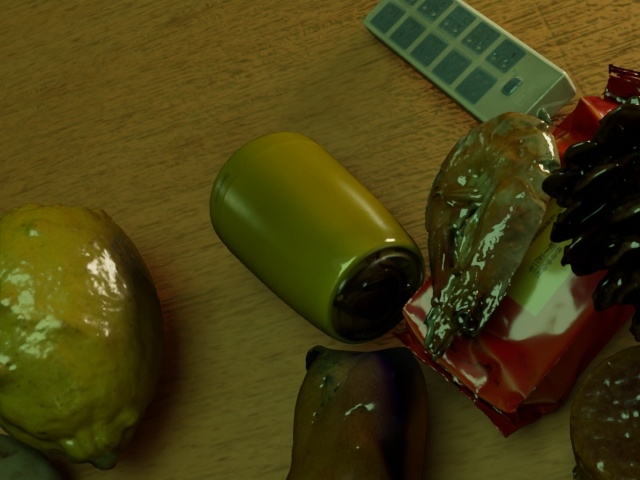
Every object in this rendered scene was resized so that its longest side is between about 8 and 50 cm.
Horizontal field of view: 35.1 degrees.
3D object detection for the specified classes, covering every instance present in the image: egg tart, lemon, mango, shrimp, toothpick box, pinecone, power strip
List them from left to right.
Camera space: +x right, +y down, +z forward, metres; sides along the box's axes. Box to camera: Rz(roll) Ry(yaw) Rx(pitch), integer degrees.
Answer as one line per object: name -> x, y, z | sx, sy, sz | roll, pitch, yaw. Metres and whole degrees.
lemon -> -0.332, 0.113, 1.274 | 0.285, 0.285, 0.316 | 5, 88, 25
toothpick box -> 0.000, 0.000, 1.199 | 0.175, 0.175, 0.271 | -47, 47, 0
mango -> 0.035, 0.254, 1.102 | 0.152, 0.201, 0.287 | 8, 83, 5
power strip -> 0.181, -0.233, 1.272 | 0.106, 0.043, 0.367 | -46, 46, 5
shrimp -> 0.164, -0.008, 1.090 | 0.154, 0.062, 0.294 | 6, 66, 43
egg tart -> 0.341, 0.201, 1.001 | 0.215, 0.171, 0.215 | -18, 48, 21
pinecone -> 0.327, -0.010, 0.929 | 0.224, 0.224, 0.273 | -22, 69, 14

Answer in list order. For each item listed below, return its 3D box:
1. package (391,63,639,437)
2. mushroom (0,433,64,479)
package -> 0.279, 0.008, 1.132 | 0.196, 0.123, 0.424 | 37, 86, 28
mushroom -> -0.427, 0.359, 1.273 | 0.207, 0.207, 0.215 | 48, 126, 31
